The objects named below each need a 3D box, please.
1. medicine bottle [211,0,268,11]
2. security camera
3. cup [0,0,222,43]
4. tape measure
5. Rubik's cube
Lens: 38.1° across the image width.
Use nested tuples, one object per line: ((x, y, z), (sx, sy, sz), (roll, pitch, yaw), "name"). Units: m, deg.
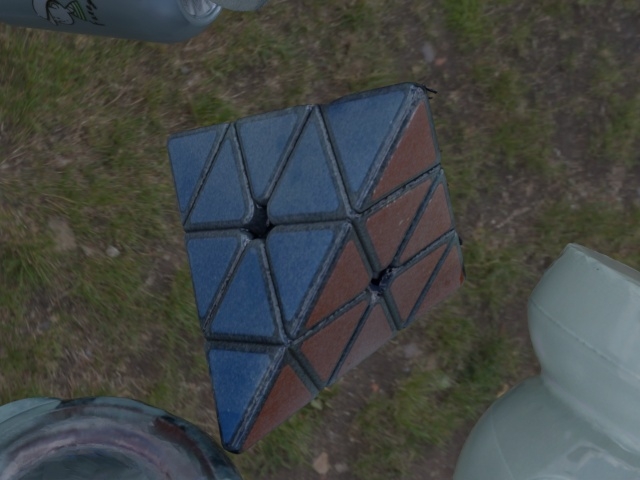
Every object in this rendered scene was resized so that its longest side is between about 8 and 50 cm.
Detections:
((-0.052, -0.370, 1.012), (0.144, 0.252, 0.145), (9, 68, -23), "medicine bottle")
((0.176, 0.142, 0.559), (0.194, 0.194, 0.236), (25, 99, -20), "security camera")
((-0.288, -0.375, 1.238), (0.312, 0.205, 0.206), (12, 89, 24), "cup")
((-0.184, 0.248, 0.707), (0.274, 0.147, 0.256), (14, 44, 7), "tape measure")
((0.002, 0.000, 0.769), (0.233, 0.228, 0.229), (-18, 104, 4), "Rubik's cube")
